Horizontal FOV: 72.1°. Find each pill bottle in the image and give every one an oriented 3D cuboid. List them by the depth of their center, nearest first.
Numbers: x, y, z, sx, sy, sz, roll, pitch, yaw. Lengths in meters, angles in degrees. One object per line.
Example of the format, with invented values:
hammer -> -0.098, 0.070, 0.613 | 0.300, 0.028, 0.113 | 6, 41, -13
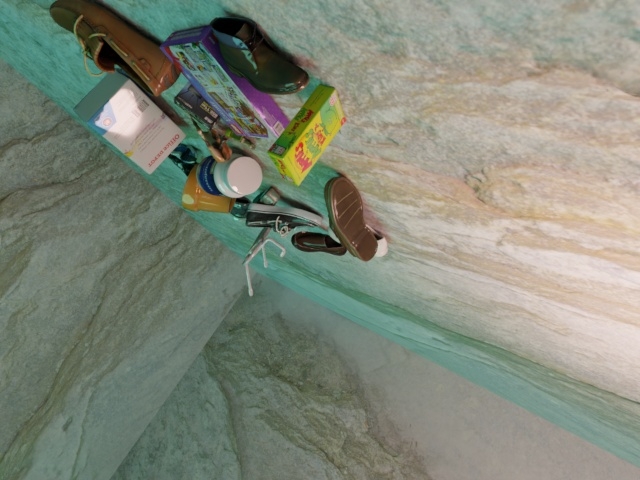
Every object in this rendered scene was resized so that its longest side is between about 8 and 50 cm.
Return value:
pill bottle -> -0.318, -0.227, 1.533 | 0.153, 0.153, 0.265 | 43, 162, -32

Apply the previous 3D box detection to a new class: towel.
towel -> -0.586, -0.518, 1.421 | 0.119, 0.029, 0.067 | 44, 164, -31

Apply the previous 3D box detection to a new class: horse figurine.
horse figurine -> -0.323, -0.305, 1.331 | 0.263, 0.066, 0.174 | 48, 174, 46

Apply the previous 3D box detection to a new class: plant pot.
plant pot -> -0.462, -0.203, 1.882 | 0.188, 0.205, 0.205 | 19, 166, -2

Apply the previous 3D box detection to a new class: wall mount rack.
wall mount rack -> -0.228, 0.050, 1.822 | 0.131, 0.350, 0.304 | 38, 124, -10

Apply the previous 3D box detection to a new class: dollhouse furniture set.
dollhouse furniture set -> -0.230, -0.318, 1.306 | 0.076, 0.058, 0.151 | 27, -175, 0

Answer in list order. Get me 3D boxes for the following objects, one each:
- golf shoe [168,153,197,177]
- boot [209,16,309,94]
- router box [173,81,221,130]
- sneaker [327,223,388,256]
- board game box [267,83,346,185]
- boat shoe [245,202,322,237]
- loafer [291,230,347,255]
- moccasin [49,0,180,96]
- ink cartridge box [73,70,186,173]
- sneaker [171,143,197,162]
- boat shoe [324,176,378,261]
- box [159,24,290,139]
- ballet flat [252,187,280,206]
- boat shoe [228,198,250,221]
golf shoe -> -0.602, -0.343, 1.967 | 0.198, 0.077, 0.094 | 51, 170, -30
boot -> -0.123, -0.352, 0.839 | 0.219, 0.082, 0.106 | 29, 167, 28
router box -> -0.316, -0.370, 1.183 | 0.122, 0.092, 0.038 | 36, 166, -10
sneaker -> 0.119, -0.026, 1.414 | 0.212, 0.080, 0.094 | 21, 150, 22
board game box -> -0.023, -0.210, 0.879 | 0.043, 0.181, 0.092 | 26, 164, 27
boat shoe -> -0.143, -0.067, 1.630 | 0.307, 0.104, 0.113 | 10, 170, 17
loafer -> 0.000, 0.000, 1.661 | 0.220, 0.080, 0.078 | 7, 154, -8
moccasin -> -0.557, -0.505, 1.162 | 0.380, 0.147, 0.139 | 34, 166, -1
ink cartridge box -> -0.658, -0.409, 1.532 | 0.197, 0.198, 0.270 | 34, 171, 42
sneaker -> -0.546, -0.351, 1.826 | 0.191, 0.071, 0.083 | 31, 174, 46
boat shoe -> 0.065, -0.059, 1.269 | 0.104, 0.111, 0.307 | 27, 151, 45
box -> -0.222, -0.367, 1.056 | 0.201, 0.057, 0.293 | 19, 160, 43
ballet flat -> -0.209, -0.152, 1.693 | 0.068, 0.072, 0.213 | 44, 163, -13
boat shoe -> -0.452, -0.215, 2.047 | 0.320, 0.116, 0.099 | 37, 124, 16
